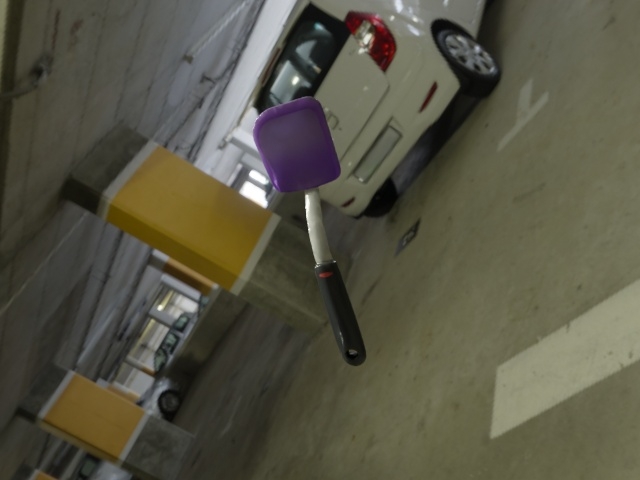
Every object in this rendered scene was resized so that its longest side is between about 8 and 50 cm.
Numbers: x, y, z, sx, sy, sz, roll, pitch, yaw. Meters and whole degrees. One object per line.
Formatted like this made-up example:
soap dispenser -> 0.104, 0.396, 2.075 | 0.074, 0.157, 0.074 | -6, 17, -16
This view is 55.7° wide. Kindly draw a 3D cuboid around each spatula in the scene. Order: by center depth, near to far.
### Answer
spatula -> 0.000, 0.000, 0.650 | 0.084, 0.296, 0.030 | -12, 8, 19
